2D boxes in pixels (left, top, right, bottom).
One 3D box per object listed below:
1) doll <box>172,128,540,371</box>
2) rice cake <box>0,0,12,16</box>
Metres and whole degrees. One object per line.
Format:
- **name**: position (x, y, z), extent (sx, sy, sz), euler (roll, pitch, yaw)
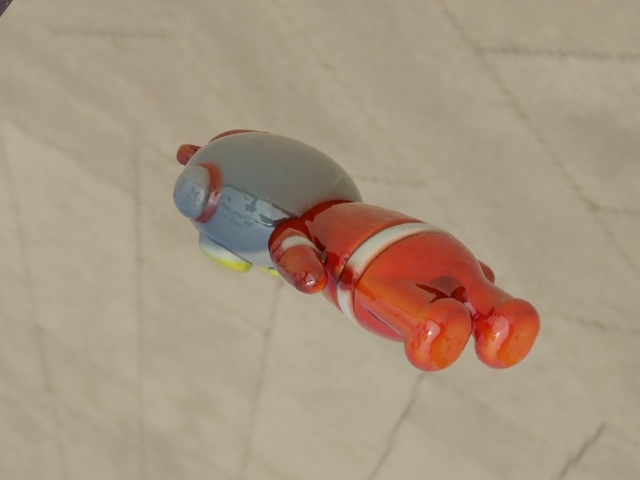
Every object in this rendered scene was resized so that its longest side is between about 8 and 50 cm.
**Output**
- **doll**: position (0.000, 0.000, 1.299), extent (0.199, 0.105, 0.336), euler (1, -155, -47)
- **rice cake**: position (-0.187, -0.106, 0.819), extent (0.051, 0.290, 0.081), euler (25, 155, 24)
